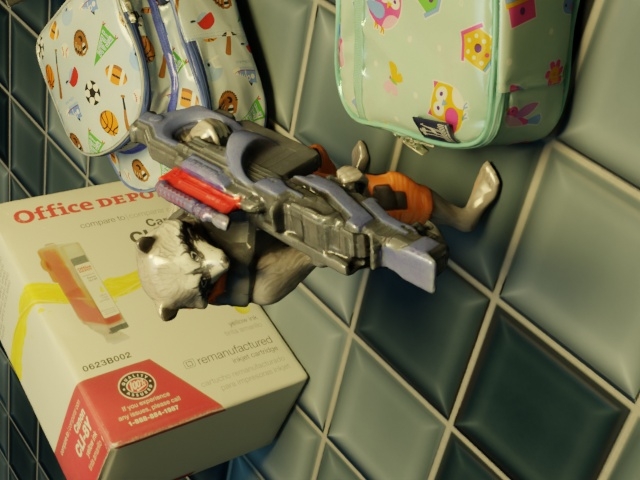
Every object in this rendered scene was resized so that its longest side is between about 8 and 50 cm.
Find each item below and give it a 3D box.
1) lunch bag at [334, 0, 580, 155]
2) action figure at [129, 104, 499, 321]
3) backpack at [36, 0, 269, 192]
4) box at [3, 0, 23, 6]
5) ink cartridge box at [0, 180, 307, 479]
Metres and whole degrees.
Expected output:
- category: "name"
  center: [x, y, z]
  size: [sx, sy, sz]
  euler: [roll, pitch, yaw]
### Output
- category: "lunch bag"
  center: [0.099, -0.213, 0.775]
  size: [0.224, 0.108, 0.279]
  euler: [22, 119, 47]
- category: "action figure"
  center: [0.000, 0.000, 0.792]
  size: [0.341, 0.330, 0.179]
  euler: [34, 128, 42]
- category: "backpack"
  center: [-0.190, -0.193, 1.099]
  size: [0.276, 0.213, 0.263]
  euler: [-27, 91, 50]
- category: "box"
  center: [-0.468, -0.502, 1.365]
  size: [0.270, 0.143, 0.165]
  euler: [51, 158, 29]
- category: "ink cartridge box"
  center: [-0.244, 0.110, 1.198]
  size: [0.385, 0.279, 0.160]
  euler: [53, 138, 28]
